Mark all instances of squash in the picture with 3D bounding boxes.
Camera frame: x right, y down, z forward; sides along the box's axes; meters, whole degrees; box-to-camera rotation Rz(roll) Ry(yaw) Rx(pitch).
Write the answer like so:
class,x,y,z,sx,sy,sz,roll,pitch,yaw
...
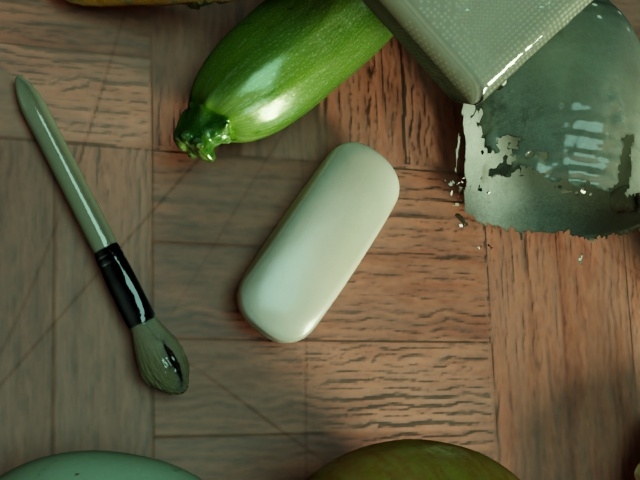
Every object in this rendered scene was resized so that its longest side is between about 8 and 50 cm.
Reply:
class,x,y,z,sx,sy,sz,roll,pitch,yaw
squash,0.011,-0.206,1.047,0.107,0.107,0.395,46,66,-9

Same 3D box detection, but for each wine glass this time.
class,x,y,z,sx,sy,sz,roll,pitch,yaw
wine glass,0.229,-0.172,1.091,0.190,0.190,0.357,14,75,-21

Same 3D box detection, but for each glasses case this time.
class,x,y,z,sx,sy,sz,roll,pitch,yaw
glasses case,0.000,0.000,1.029,0.081,0.051,0.204,40,67,-11

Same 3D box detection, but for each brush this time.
class,x,y,z,sx,sy,sz,roll,pitch,yaw
brush,-0.184,-0.005,0.958,0.039,0.042,0.299,-26,90,14

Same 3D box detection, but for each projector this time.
class,x,y,z,sx,sy,sz,roll,pitch,yaw
projector,0.105,-0.250,0.928,0.177,0.163,0.242,-41,101,3

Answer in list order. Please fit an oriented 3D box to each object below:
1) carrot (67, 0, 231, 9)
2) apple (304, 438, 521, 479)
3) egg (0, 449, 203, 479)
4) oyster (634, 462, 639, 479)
class,x,y,z,sx,sy,sz,roll,pitch,yaw
carrot,-0.107,-0.220,0.985,0.254,0.049,0.049,2,78,3
apple,0.068,0.285,0.912,0.264,0.264,0.264,5,78,-23
egg,-0.161,0.240,0.848,0.231,0.168,0.168,6,77,-24
oyster,0.373,0.339,1.099,0.238,0.115,0.351,-7,78,-16
